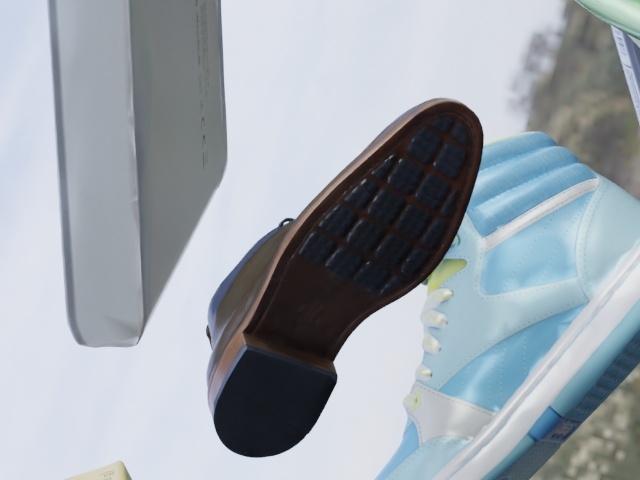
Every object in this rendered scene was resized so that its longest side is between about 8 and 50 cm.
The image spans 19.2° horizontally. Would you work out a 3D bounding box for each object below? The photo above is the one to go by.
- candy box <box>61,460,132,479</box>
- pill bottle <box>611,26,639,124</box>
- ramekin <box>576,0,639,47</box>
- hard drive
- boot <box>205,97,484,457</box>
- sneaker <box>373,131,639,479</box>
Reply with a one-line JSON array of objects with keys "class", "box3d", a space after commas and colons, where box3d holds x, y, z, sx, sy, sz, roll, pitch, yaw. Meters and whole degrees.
[{"class": "candy box", "box3d": [-0.163, 0.264, 0.975, 0.316, 0.183, 0.087, -105, -6, -57]}, {"class": "pill bottle", "box3d": [0.291, -0.126, 1.394, 0.130, 0.130, 0.246, -60, -46, -61]}, {"class": "ramekin", "box3d": [0.224, -0.185, 0.768, 0.148, 0.303, 0.303, 36, -111, -60]}, {"class": "hard drive", "box3d": [-0.105, -0.102, 1.177, 0.353, 0.047, 0.233, -75, -15, -73]}, {"class": "boot", "box3d": [0.000, 0.000, 1.002, 0.219, 0.082, 0.106, -54, 27, 16]}, {"class": "sneaker", "box3d": [0.093, 0.062, 1.314, 0.319, 0.208, 0.127, -46, -17, -1]}]
